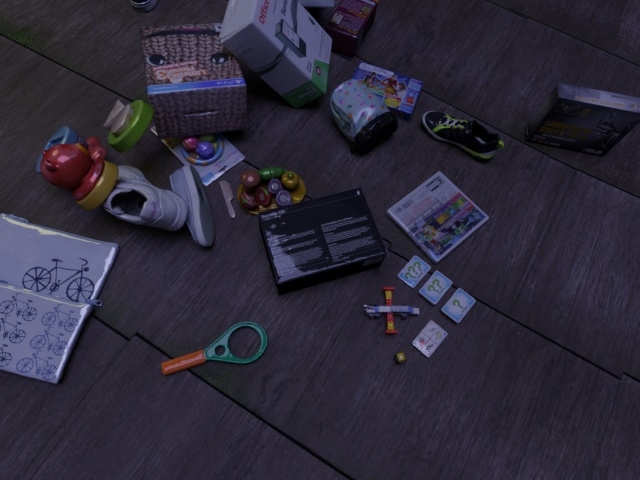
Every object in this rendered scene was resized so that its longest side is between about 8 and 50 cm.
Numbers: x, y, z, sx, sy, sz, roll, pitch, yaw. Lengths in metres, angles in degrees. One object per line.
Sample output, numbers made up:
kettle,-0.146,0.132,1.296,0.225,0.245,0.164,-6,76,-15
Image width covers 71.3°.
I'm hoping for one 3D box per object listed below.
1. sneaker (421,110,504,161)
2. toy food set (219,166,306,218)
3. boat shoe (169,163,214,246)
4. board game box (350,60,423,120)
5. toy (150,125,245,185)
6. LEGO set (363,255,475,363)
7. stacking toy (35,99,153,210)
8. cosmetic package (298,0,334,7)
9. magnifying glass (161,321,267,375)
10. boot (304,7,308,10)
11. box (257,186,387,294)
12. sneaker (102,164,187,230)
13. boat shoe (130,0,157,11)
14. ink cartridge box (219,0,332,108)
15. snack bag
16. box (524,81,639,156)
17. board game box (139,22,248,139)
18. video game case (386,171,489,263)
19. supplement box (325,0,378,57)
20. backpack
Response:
sneaker,0.395,-0.310,1.232,0.235,0.097,0.084,30,67,10
toy food set,-0.144,-0.134,1.131,0.218,0.071,0.128,-10,67,-8
boat shoe,-0.322,-0.078,1.100,0.081,0.079,0.227,-22,69,8
board game box,0.187,-0.442,1.313,0.201,0.035,0.136,21,66,6
toy,-0.331,-0.271,1.190,0.137,0.056,0.237,-41,74,-18
LEGO set,0.220,0.160,1.031,0.182,0.060,0.244,40,70,18
stacking toy,-0.540,-0.238,1.023,0.309,0.130,0.279,24,81,46
cosmetic package,-0.113,-0.796,1.344,0.284,0.097,0.377,0,40,-6
magnifying glass,-0.229,0.246,0.981,0.231,0.026,0.092,-15,68,-12
boot,-0.080,-0.668,1.355,0.106,0.114,0.037,-38,73,-19
box,0.000,0.000,1.063,0.261,0.103,0.184,-14,70,-10
sneaker,-0.456,-0.113,1.034,0.305,0.152,0.114,20,95,24
boat shoe,-0.557,-0.879,1.426,0.113,0.105,0.306,9,65,0
ink cartridge box,-0.107,-0.533,1.193,0.121,0.289,0.211,-12,62,37
snack bag,-0.658,0.115,1.005,0.323,0.037,0.342,14,65,3
box,0.710,-0.323,1.212,0.231,0.183,0.056,12,65,1
board game box,-0.335,-0.427,1.177,0.232,0.141,0.291,-11,56,-15
video game case,0.303,-0.064,1.156,0.201,0.023,0.183,-36,72,-19
supplement box,0.094,-0.674,1.388,0.104,0.081,0.188,23,66,6
backpack,0.108,-0.347,1.222,0.152,0.115,0.182,-34,69,-14
